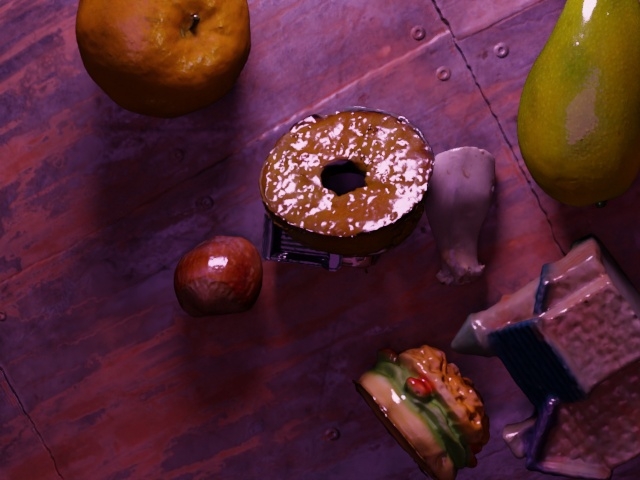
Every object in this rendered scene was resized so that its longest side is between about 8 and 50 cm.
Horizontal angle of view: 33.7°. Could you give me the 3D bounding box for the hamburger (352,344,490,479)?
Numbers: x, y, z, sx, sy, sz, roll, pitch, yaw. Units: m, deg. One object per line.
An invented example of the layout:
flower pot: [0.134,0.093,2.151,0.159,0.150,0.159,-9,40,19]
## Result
hamburger: [0.172,0.261,1.670,0.149,0.237,0.237,-38,91,-6]

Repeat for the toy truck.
toy truck: [0.000,0.000,1.715,0.192,0.092,0.083,7,101,10]

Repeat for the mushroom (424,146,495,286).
mushroom: [0.216,-0.036,1.661,0.116,0.093,0.225,3,97,-11]

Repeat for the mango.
mango: [0.393,-0.220,1.555,0.192,0.156,0.343,6,98,2]

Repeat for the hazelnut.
hazelnut: [-0.171,0.058,1.747,0.154,0.143,0.143,-11,99,30]

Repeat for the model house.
model house: [0.375,0.191,1.592,0.280,0.245,0.312,-35,96,18]

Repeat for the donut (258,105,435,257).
donut: [0.044,-0.082,1.632,0.271,0.107,0.272,-6,55,8]

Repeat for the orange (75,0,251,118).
orange: [-0.244,-0.326,1.623,0.279,0.235,0.279,-5,101,-30]
